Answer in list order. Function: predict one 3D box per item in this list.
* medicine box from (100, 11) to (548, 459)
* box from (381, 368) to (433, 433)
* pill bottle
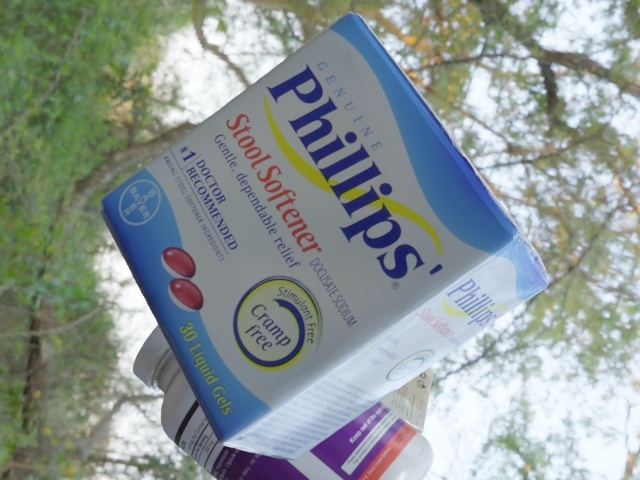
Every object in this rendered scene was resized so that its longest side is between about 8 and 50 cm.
[{"bbox_3d":[0.000,0.000,0.856,0.289,0.149,0.263,-36,-116,9],"label":"medicine box"},{"bbox_3d":[-0.003,0.206,1.469,0.148,0.311,0.121,-49,-162,44],"label":"box"},{"bbox_3d":[-0.047,0.201,1.078,0.181,0.323,0.181,-48,167,-15],"label":"pill bottle"}]
